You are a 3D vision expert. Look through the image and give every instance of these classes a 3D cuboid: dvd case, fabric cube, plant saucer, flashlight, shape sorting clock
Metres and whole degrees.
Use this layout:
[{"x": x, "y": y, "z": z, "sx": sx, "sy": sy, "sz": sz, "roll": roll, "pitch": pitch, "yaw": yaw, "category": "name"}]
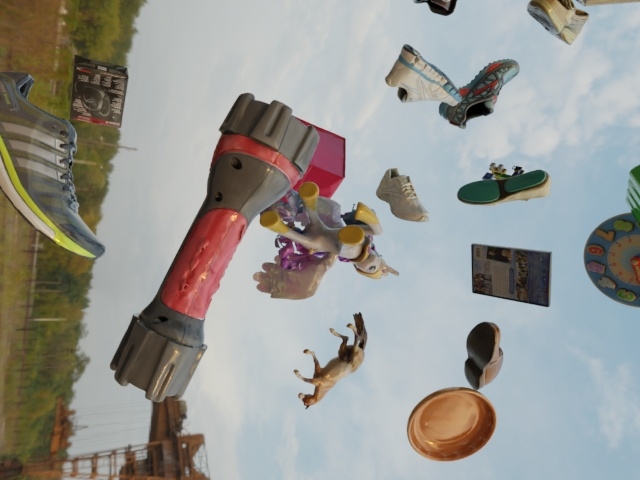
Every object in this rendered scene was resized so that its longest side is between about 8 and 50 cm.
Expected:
[{"x": 0.615, "y": 0.108, "z": 1.415, "sx": 0.253, "sy": 0.022, "sz": 0.181, "roll": 8, "pitch": -70, "yaw": 44, "category": "dvd case"}, {"x": -0.072, "y": -0.277, "z": 1.680, "sx": 0.258, "sy": 0.259, "sz": 0.254, "roll": 126, "pitch": -23, "yaw": -44, "category": "fabric cube"}, {"x": 0.286, "y": 0.401, "z": 0.960, "sx": 0.037, "sy": 0.199, "sz": 0.200, "roll": -99, "pitch": -154, "yaw": -69, "category": "plant saucer"}, {"x": -0.105, "y": 0.007, "z": 0.442, "sx": 0.103, "sy": 0.103, "sz": 0.304, "roll": 21, "pitch": -99, "yaw": 18, "category": "flashlight"}, {"x": 0.672, "y": 0.042, "z": 0.922, "sx": 0.206, "sy": 0.040, "sz": 0.206, "roll": 13, "pitch": -73, "yaw": 45, "category": "shape sorting clock"}]

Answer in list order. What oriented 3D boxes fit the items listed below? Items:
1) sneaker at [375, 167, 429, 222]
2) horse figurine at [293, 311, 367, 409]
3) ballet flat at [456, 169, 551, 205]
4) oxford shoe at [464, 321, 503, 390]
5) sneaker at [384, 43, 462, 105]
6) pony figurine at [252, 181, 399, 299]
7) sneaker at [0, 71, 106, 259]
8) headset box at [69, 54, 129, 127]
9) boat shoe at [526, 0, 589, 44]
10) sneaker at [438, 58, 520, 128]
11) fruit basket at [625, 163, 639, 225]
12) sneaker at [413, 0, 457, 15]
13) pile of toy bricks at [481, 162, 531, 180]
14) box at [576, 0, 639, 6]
[{"x": 0.148, "y": -0.083, "z": 0.786, "sx": 0.152, "sy": 0.053, "sz": 0.061, "roll": -125, "pitch": -140, "yaw": -50, "category": "sneaker"}, {"x": 0.037, "y": 0.305, "z": 1.099, "sx": 0.066, "sy": 0.263, "sz": 0.174, "roll": 31, "pitch": -24, "yaw": 50, "category": "horse figurine"}, {"x": 0.517, "y": -0.133, "z": 1.225, "sx": 0.248, "sy": 0.086, "sz": 0.086, "roll": -7, "pitch": -102, "yaw": 35, "category": "ballet flat"}, {"x": 0.376, "y": 0.249, "z": 0.974, "sx": 0.076, "sy": 0.076, "sz": 0.212, "roll": -121, "pitch": -162, "yaw": -46, "category": "oxford shoe"}, {"x": 0.188, "y": -0.286, "z": 0.806, "sx": 0.083, "sy": 0.190, "sz": 0.071, "roll": -46, "pitch": -130, "yaw": 30, "category": "sneaker"}, {"x": 0.000, "y": 0.000, "z": 1.033, "sx": 0.350, "sy": 0.363, "sz": 0.303, "roll": 11, "pitch": -107, "yaw": 21, "category": "pony figurine"}, {"x": -0.391, "y": -0.107, "z": 0.615, "sx": 0.300, "sy": 0.121, "sz": 0.111, "roll": 60, "pitch": -23, "yaw": -13, "category": "sneaker"}, {"x": -0.289, "y": -0.188, "z": 0.566, "sx": 0.083, "sy": 0.062, "sz": 0.032, "roll": -62, "pitch": -141, "yaw": 35, "category": "headset box"}, {"x": 0.337, "y": -0.320, "z": 0.608, "sx": 0.056, "sy": 0.153, "sz": 0.048, "roll": 54, "pitch": -54, "yaw": 28, "category": "boat shoe"}, {"x": 0.494, "y": -0.426, "z": 1.300, "sx": 0.261, "sy": 0.104, "sz": 0.125, "roll": -36, "pitch": -123, "yaw": 10, "category": "sneaker"}, {"x": 0.688, "y": -0.008, "z": 0.708, "sx": 0.165, "sy": 0.327, "sz": 0.353, "roll": -45, "pitch": -123, "yaw": 15, "category": "fruit basket"}, {"x": 0.350, "y": -0.656, "z": 1.051, "sx": 0.321, "sy": 0.124, "sz": 0.180, "roll": 9, "pitch": -98, "yaw": 62, "category": "sneaker"}, {"x": 0.661, "y": -0.182, "z": 1.490, "sx": 0.118, "sy": 0.105, "sz": 0.212, "roll": -48, "pitch": -140, "yaw": -12, "category": "pile of toy bricks"}, {"x": 0.570, "y": -0.498, "z": 0.735, "sx": 0.127, "sy": 0.232, "sz": 0.149, "roll": -78, "pitch": 166, "yaw": -50, "category": "box"}]
